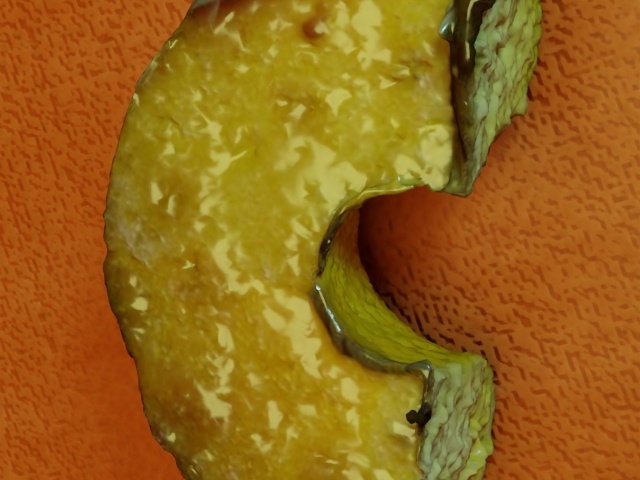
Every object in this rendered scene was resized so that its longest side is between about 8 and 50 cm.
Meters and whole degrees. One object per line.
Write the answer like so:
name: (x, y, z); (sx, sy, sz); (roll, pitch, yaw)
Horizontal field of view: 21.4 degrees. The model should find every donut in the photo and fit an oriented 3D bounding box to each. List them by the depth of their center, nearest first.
donut: (-0.003, -0.006, 0.656); (0.152, 0.101, 0.259); (15, 110, 24)
